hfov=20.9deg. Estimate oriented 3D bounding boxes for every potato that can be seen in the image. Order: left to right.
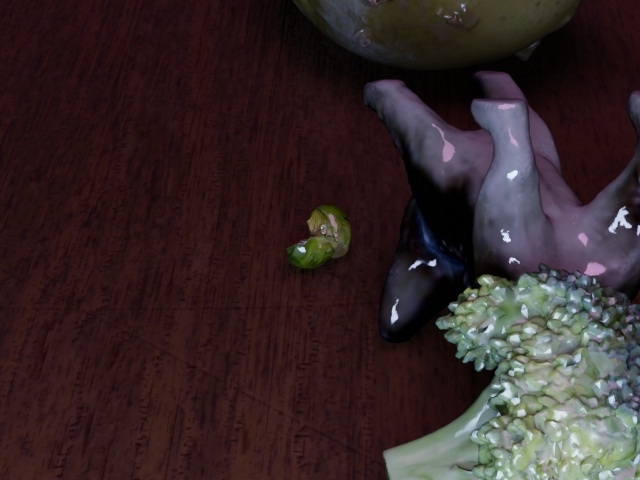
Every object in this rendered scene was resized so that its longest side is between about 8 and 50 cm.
[{"bbox_3d":[0.116,-0.360,2.056,0.385,0.319,0.442,31,3,-40],"label":"potato"}]

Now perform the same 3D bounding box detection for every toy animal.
[{"bbox_3d":[0.161,0.008,1.559,0.194,0.302,0.344,-3,10,-20],"label":"toy animal"}]

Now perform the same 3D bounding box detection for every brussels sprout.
[{"bbox_3d":[0.000,0.001,1.698,0.051,0.046,0.083,20,46,16],"label":"brussels sprout"}]

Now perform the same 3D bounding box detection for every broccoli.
[{"bbox_3d":[0.189,0.155,1.290,0.260,0.235,0.288,5,40,-16],"label":"broccoli"}]
